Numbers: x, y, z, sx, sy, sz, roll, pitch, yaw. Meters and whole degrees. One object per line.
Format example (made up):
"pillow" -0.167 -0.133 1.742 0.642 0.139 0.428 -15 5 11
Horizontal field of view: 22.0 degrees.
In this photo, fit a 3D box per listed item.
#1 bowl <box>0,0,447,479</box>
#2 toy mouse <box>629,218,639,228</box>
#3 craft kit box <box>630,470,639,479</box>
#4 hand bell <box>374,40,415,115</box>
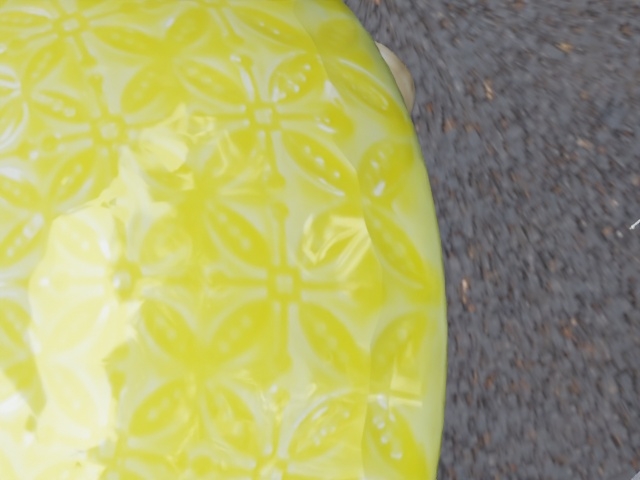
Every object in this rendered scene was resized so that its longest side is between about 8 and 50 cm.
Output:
"bowl" -0.113 0.035 0.495 0.156 0.289 0.290 10 102 -37
"toy mouse" 0.333 -0.042 1.498 0.143 0.161 0.031 -20 111 43
"craft kit box" 0.171 0.116 0.568 0.250 0.246 0.061 -35 93 -32
"hand bell" 0.000 0.000 1.000 0.126 0.242 0.126 0 141 0
